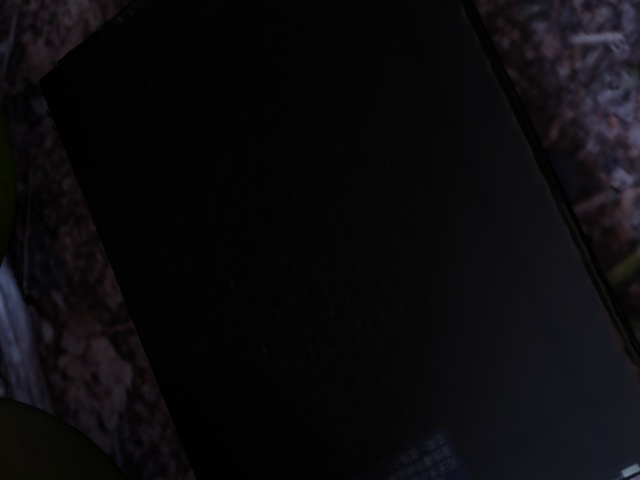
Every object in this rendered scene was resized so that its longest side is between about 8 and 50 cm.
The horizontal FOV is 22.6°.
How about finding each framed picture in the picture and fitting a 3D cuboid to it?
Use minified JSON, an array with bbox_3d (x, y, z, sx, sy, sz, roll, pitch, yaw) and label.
[{"bbox_3d":[0.000,0.000,0.791,0.255,0.014,0.339,-33,72,30],"label":"framed picture"}]

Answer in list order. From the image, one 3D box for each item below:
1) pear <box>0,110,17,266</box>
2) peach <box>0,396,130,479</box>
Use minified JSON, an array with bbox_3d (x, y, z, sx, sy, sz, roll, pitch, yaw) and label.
[{"bbox_3d":[-0.258,-0.024,0.875,0.187,0.187,0.220,9,116,34],"label":"pear"},{"bbox_3d":[-0.198,0.222,0.783,0.292,0.247,0.292,1,94,12],"label":"peach"}]
